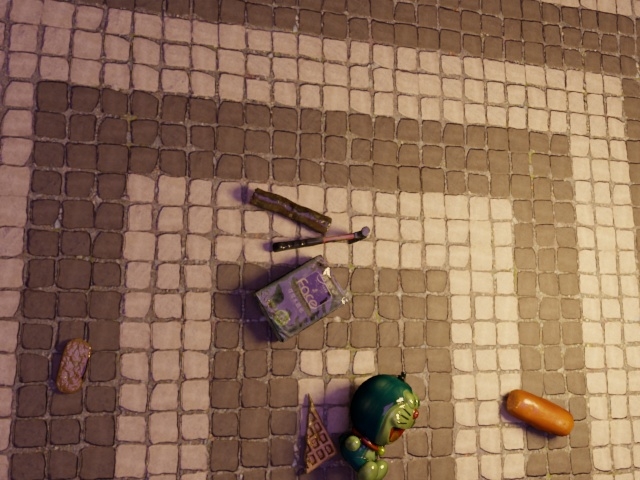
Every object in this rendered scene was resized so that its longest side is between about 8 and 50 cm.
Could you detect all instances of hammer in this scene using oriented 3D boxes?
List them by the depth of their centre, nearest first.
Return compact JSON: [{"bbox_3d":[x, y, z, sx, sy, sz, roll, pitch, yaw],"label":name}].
[{"bbox_3d":[0.000,0.001,1.808,0.288,0.111,0.033,-8,81,-9],"label":"hammer"}]

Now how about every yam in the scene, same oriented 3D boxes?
[{"bbox_3d":[-0.089,-0.091,1.811,0.253,0.061,0.061,22,76,-11],"label":"yam"}]

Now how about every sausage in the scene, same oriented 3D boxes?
[{"bbox_3d":[0.704,0.553,1.923,0.238,0.098,0.098,26,76,-10],"label":"sausage"}]

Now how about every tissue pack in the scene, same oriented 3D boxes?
[{"bbox_3d":[-0.058,0.170,1.770,0.236,0.073,0.173,-29,91,-18],"label":"tissue pack"}]

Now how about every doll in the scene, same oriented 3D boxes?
[{"bbox_3d":[0.161,0.518,1.722,0.186,0.198,0.321,29,84,29],"label":"doll"}]

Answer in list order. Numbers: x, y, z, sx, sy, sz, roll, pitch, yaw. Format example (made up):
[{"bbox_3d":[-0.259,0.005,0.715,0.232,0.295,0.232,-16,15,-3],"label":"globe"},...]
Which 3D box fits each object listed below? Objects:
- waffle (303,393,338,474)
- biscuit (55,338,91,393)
[{"bbox_3d":[-0.040,0.558,1.742,0.125,0.032,0.191,-29,88,-16],"label":"waffle"},{"bbox_3d":[-0.656,0.334,1.603,0.071,0.018,0.147,13,79,-11],"label":"biscuit"}]
